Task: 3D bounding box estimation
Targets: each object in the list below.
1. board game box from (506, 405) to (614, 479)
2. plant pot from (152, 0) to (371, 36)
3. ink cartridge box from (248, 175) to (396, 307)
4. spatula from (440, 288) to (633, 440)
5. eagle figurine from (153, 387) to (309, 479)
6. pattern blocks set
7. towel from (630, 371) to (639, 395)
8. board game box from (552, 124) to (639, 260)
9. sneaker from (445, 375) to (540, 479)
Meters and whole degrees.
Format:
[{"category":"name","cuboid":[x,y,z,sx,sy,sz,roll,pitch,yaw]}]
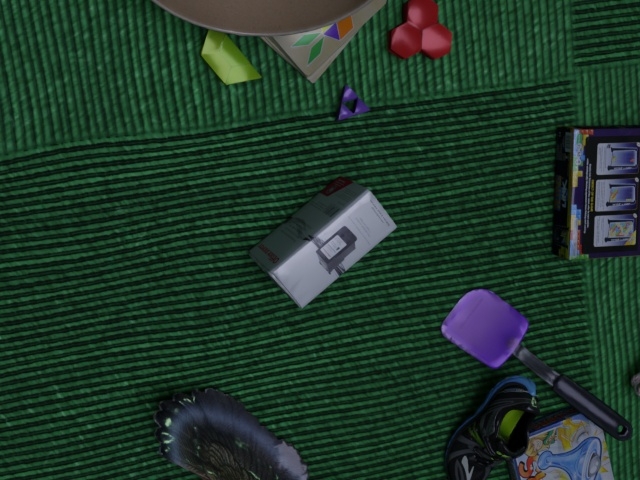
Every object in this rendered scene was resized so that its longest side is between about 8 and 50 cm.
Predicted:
[{"category":"board game box","cuboid":[0.329,0.333,1.502,0.136,0.035,0.201,-19,104,-12]},{"category":"plant pot","cuboid":[-0.062,-0.373,1.146,0.284,0.284,0.191,7,61,-16]},{"category":"ink cartridge box","cuboid":[0.000,0.000,1.313,0.150,0.109,0.063,-40,111,-5]},{"category":"spatula","cuboid":[0.294,0.171,1.446,0.296,0.030,0.084,36,88,-11]},{"category":"eagle figurine","cuboid":[-0.090,0.336,1.333,0.298,0.225,0.226,24,48,11]},{"category":"pattern blocks set","cuboid":[-0.022,-0.292,1.298,0.285,0.026,0.325,-36,107,-7]},{"category":"towel","cuboid":[0.637,0.157,1.509,0.332,0.053,0.317,30,106,-19]},{"category":"board game box","cuboid":[0.376,-0.064,1.438,0.141,0.048,0.170,-2,100,-17]},{"category":"sneaker","cuboid":[0.219,0.258,1.422,0.067,0.078,0.188,20,117,-19]}]
